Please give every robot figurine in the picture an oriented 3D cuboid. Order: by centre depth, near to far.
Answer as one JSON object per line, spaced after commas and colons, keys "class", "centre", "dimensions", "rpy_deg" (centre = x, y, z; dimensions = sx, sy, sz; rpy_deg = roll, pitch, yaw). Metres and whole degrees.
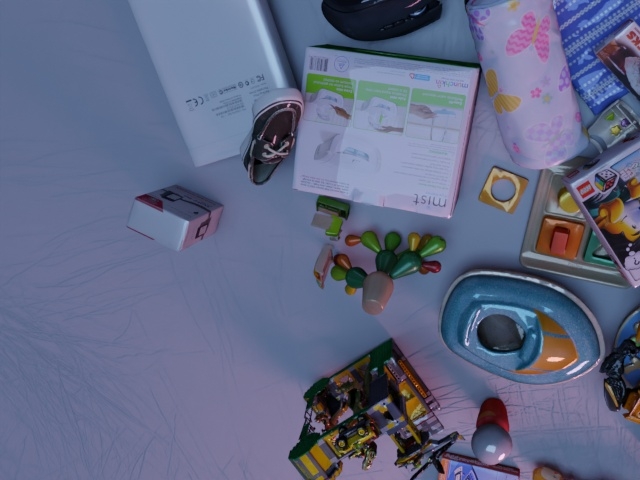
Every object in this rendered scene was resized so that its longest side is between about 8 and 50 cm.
{"class": "robot figurine", "centre": [0.557, 0.180, 1.006], "dimensions": [0.211, 0.085, 0.291], "rpy_deg": [20, 108, 14]}

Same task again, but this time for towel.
{"class": "towel", "centre": [0.398, -0.373, 0.919], "dimensions": [0.243, 0.040, 0.336], "rpy_deg": [-35, 104, 25]}

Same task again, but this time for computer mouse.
{"class": "computer mouse", "centre": [0.114, -0.358, 0.964], "dimensions": [0.262, 0.184, 0.060], "rpy_deg": [0, 68, 17]}

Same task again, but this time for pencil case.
{"class": "pencil case", "centre": [0.300, -0.237, 0.946], "dimensions": [0.124, 0.113, 0.273], "rpy_deg": [-31, 116, -7]}

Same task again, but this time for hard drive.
{"class": "hard drive", "centre": [-0.178, -0.319, 1.117], "dimensions": [0.233, 0.047, 0.353], "rpy_deg": [-12, 107, 27]}

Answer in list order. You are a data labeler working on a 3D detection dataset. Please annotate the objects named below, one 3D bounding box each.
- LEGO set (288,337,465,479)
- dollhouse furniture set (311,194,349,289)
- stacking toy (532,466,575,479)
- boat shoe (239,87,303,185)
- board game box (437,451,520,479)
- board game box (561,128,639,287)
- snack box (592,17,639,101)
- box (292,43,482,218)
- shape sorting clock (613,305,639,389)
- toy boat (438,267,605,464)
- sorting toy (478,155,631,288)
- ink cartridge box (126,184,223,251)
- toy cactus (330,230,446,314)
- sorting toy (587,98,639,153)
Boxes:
{"class": "LEGO set", "centre": [0.096, 0.334, 1.138], "dimensions": [0.255, 0.331, 0.192], "rpy_deg": [-35, 97, 3]}
{"class": "dollhouse furniture set", "centre": [0.000, 0.000, 1.137], "dimensions": [0.059, 0.076, 0.151], "rpy_deg": [17, 69, 9]}
{"class": "stacking toy", "centre": [0.504, 0.494, 1.152], "dimensions": [0.302, 0.175, 0.165], "rpy_deg": [36, 114, 18]}
{"class": "boat shoe", "centre": [-0.072, -0.156, 1.033], "dimensions": [0.078, 0.219, 0.070], "rpy_deg": [-6, 71, -20]}
{"class": "board game box", "centre": [0.288, 0.547, 1.285], "dimensions": [0.145, 0.027, 0.281], "rpy_deg": [9, 110, 13]}
{"class": "board game box", "centre": [0.532, -0.092, 0.950], "dimensions": [0.305, 0.053, 0.193], "rpy_deg": [-34, 101, 13]}
{"class": "snack box", "centre": [0.473, -0.231, 0.950], "dimensions": [0.178, 0.022, 0.064], "rpy_deg": [39, 119, -16]}
{"class": "box", "centre": [0.103, -0.177, 1.051], "dimensions": [0.262, 0.127, 0.231], "rpy_deg": [11, 110, 14]}
{"class": "shape sorting clock", "centre": [0.583, 0.182, 1.067], "dimensions": [0.206, 0.040, 0.206], "rpy_deg": [5, 108, 16]}
{"class": "toy boat", "centre": [0.316, 0.211, 1.100], "dimensions": [0.268, 0.148, 0.318], "rpy_deg": [13, 110, 13]}
{"class": "sorting toy", "centre": [0.422, -0.027, 1.045], "dimensions": [0.348, 0.047, 0.195], "rpy_deg": [12, 111, 13]}
{"class": "ink cartridge box", "centre": [-0.257, -0.044, 1.194], "dimensions": [0.109, 0.150, 0.063], "rpy_deg": [24, 109, 9]}
{"class": "toy cactus", "centre": [0.104, 0.057, 1.109], "dimensions": [0.219, 0.180, 0.112], "rpy_deg": [-7, 125, 24]}
{"class": "sorting toy", "centre": [0.442, -0.162, 1.001], "dimensions": [0.083, 0.045, 0.075], "rpy_deg": [47, 123, -4]}
